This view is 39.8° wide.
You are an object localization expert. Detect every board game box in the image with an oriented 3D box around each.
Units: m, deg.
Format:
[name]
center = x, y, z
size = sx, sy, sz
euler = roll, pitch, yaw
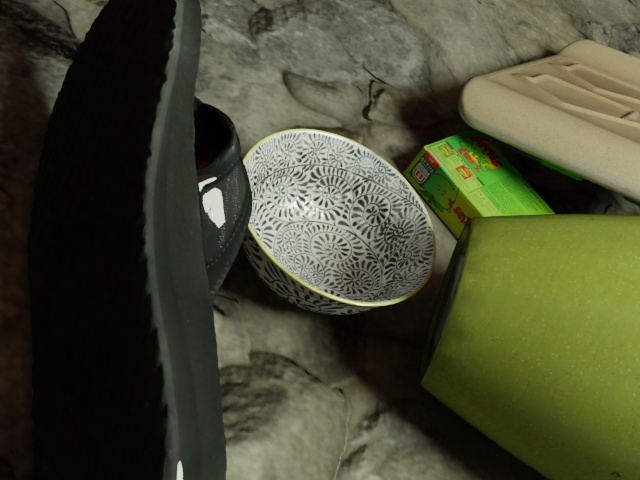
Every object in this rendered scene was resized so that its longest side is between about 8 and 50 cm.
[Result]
[board game box]
center = 0.173, -0.022, 0.853
size = 0.092, 0.043, 0.181
euler = -24, 69, -42

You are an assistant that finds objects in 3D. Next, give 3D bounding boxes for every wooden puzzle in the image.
[wooden puzzle]
center = 0.342, -0.101, 0.925
size = 0.322, 0.081, 0.348
euler = 28, 32, 22

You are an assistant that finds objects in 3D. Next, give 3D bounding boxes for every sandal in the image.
[sandal]
center = -0.116, 0.008, 0.601
size = 0.107, 0.167, 0.446
euler = 25, 49, -43

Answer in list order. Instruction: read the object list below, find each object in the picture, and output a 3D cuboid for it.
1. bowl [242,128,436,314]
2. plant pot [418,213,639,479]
[bowl]
center = 0.000, 0.000, 0.706
size = 0.170, 0.080, 0.170
euler = 16, 49, -19
[plant pot]
center = 0.233, 0.092, 0.673
size = 0.293, 0.275, 0.275
euler = 17, 45, 4
